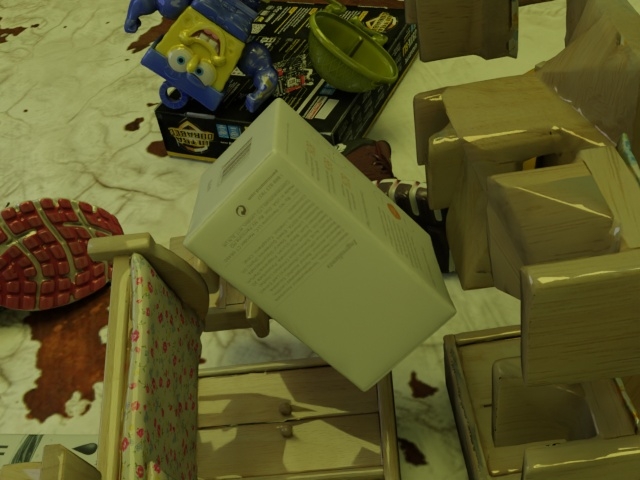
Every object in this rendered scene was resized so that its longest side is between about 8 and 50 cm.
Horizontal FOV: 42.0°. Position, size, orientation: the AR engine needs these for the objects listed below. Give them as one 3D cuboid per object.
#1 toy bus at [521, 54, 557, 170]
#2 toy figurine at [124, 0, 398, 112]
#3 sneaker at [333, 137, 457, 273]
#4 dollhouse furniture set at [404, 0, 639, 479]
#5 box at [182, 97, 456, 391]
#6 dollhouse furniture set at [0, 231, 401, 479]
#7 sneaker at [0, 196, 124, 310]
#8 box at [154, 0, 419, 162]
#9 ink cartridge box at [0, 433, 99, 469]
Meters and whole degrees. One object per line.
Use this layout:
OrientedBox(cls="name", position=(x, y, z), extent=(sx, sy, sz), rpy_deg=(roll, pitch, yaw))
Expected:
OrientedBox(cls="toy bus", position=(0.274, -0.160, 0.985), extent=(0.191, 0.104, 0.202), rpy_deg=(-1, 41, 12))
OrientedBox(cls="toy figurine", position=(-0.109, -0.244, 1.039), extent=(0.362, 0.217, 0.191), rpy_deg=(32, 23, -15))
OrientedBox(cls="sneaker", position=(0.083, -0.059, 0.914), extent=(0.281, 0.106, 0.162), rpy_deg=(8, 41, 21))
OrientedBox(cls="dollhouse furniture set", position=(0.218, 0.017, 0.572), extent=(0.256, 0.394, 0.362), rpy_deg=(-9, 40, 2))
OrientedBox(cls="box", position=(0.000, 0.000, 0.601), extent=(0.091, 0.170, 0.130), rpy_deg=(-43, 18, 16))
OrientedBox(cls="dollhouse furniture set", position=(-0.045, 0.073, 0.576), extent=(0.174, 0.355, 0.303), rpy_deg=(-6, 63, 5))
OrientedBox(cls="sneaker", position=(-0.365, 0.024, 0.915), extent=(0.299, 0.121, 0.112), rpy_deg=(-14, 9, -15))
OrientedBox(cls="box", position=(-0.035, -0.220, 1.145), extent=(0.257, 0.079, 0.322), rpy_deg=(11, 45, 21))
OrientedBox(cls="ink cartridge box", position=(-0.219, 0.235, 0.654), extent=(0.208, 0.087, 0.153), rpy_deg=(-3, 41, 11))
